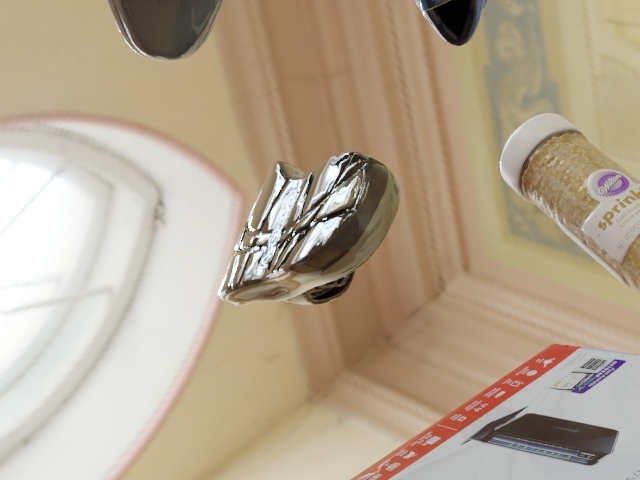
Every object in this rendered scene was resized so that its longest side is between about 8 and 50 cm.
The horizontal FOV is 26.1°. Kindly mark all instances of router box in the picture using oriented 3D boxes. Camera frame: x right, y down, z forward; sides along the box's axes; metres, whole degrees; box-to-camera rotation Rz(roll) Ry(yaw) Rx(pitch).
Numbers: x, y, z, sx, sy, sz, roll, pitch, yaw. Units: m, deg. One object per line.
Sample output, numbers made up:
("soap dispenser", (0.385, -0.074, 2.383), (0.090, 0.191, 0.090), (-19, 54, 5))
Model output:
("router box", (0.225, 0.217, 1.294), (0.301, 0.335, 0.082), (3, -64, 54))

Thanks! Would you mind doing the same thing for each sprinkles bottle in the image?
("sprinkles bottle", (0.383, -0.032, 1.805), (0.355, 0.121, 0.121), (48, -29, 42))

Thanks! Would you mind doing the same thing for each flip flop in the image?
("flip flop", (0.000, 0.000, 0.941), (0.080, 0.112, 0.277), (26, -13, -17))

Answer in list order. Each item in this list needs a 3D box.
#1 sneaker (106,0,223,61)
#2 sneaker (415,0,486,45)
("sneaker", (-0.092, -0.219, 0.952), (0.178, 0.123, 0.296), (-107, -162, -48))
("sneaker", (0.081, -0.218, 0.962), (0.069, 0.082, 0.209), (-9, -32, 13))
